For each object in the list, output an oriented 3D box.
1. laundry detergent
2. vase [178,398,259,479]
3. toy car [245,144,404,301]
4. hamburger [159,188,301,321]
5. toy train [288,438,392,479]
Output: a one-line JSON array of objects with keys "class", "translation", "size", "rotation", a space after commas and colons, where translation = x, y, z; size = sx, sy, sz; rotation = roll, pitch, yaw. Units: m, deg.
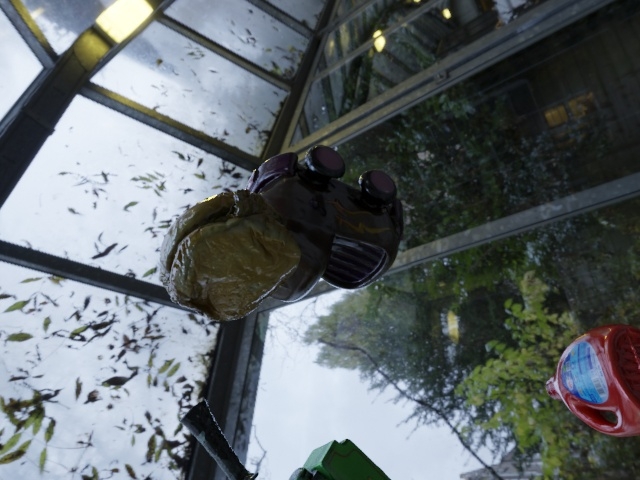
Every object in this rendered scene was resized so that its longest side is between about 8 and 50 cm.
[{"class": "laundry detergent", "translation": [0.277, 0.146, 0.441], "size": [0.165, 0.049, 0.097], "rotation": [81, -172, -63]}, {"class": "vase", "translation": [-0.181, 0.369, 0.779], "size": [0.167, 0.059, 0.059], "rotation": [48, -150, 14]}, {"class": "toy car", "translation": [0.000, 0.000, 0.838], "size": [0.341, 0.271, 0.240], "rotation": [19, -131, -17]}, {"class": "hamburger", "translation": [-0.098, 0.017, 0.471], "size": [0.083, 0.147, 0.138], "rotation": [48, -174, 35]}, {"class": "toy train", "translation": [0.052, 0.533, 0.893], "size": [0.243, 0.132, 0.188], "rotation": [43, -138, 3]}]
